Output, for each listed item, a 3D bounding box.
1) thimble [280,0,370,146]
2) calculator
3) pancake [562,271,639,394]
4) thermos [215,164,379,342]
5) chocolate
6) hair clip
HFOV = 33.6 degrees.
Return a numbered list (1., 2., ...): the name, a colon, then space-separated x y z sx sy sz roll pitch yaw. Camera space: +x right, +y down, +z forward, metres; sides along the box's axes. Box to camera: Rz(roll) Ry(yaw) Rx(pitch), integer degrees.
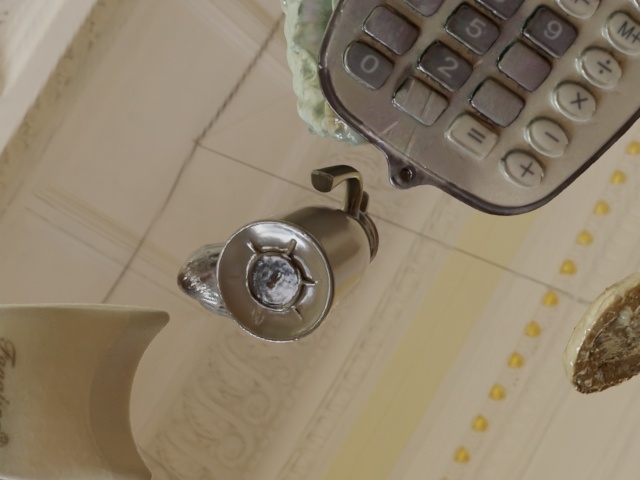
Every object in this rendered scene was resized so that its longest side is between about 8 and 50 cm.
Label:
1. thimble: 0.063 -0.233 1.122 0.167 0.254 0.288 -5 -105 -16
2. calculator: 0.115 -0.136 0.538 0.177 0.040 0.268 33 -80 -15
3. pancake: 0.258 0.068 0.844 0.152 0.025 0.151 -18 -42 -17
4. thermos: 0.000 0.000 0.943 0.193 0.105 0.137 -27 -49 -65
5. chocolate: -0.064 0.050 1.034 0.167 0.072 0.072 26 -92 -35
6. hair clip: -0.298 0.132 0.994 0.113 0.282 0.172 3 -86 -77
